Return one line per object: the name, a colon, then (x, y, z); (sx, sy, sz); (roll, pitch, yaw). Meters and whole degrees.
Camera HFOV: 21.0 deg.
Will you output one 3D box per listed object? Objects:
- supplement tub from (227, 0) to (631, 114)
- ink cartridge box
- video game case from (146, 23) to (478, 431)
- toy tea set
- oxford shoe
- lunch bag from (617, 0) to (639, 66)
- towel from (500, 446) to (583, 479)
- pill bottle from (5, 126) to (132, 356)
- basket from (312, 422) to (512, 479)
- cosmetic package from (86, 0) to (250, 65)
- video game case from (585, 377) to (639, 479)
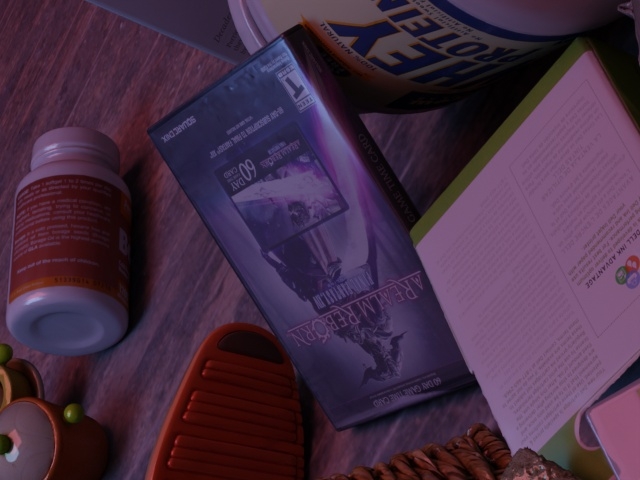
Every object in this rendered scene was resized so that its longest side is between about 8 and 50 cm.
supplement tub: (0.080, -0.219, 1.186); (0.325, 0.235, 0.235); (156, 127, -66)
ink cartridge box: (0.178, 0.033, 1.050); (0.189, 0.097, 0.255); (-51, 42, 30)
video game case: (0.000, 0.000, 1.239); (0.196, 0.026, 0.274); (-27, 95, 51)
toy tea set: (-0.336, 0.273, 1.665); (0.200, 0.124, 0.336); (18, 90, 36)
oxford shoe: (-0.108, 0.243, 1.368); (0.133, 0.130, 0.363); (-12, 63, 63)
lunch bag: (0.283, -0.141, 0.887); (0.287, 0.169, 0.235); (-39, 33, 35)
towel: (0.136, 0.188, 0.942); (0.148, 0.027, 0.110); (35, 90, 40)
pill bottle: (-0.251, -0.002, 1.743); (0.121, 0.121, 0.216); (-38, 43, 43)
basket: (0.070, 0.292, 1.077); (0.299, 0.223, 0.213); (-132, 33, -57)
cosmetic package: (-0.121, -0.256, 1.432); (0.155, 0.365, 0.197); (-65, 30, 10)
video game case: (0.257, 0.113, 0.817); (0.212, 0.023, 0.193); (-33, 62, 17)
